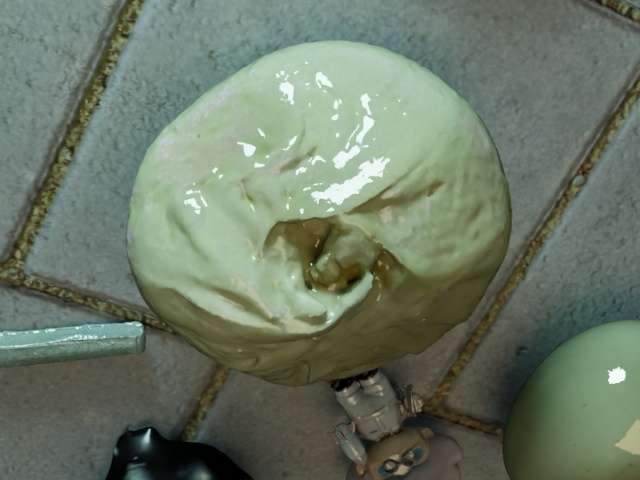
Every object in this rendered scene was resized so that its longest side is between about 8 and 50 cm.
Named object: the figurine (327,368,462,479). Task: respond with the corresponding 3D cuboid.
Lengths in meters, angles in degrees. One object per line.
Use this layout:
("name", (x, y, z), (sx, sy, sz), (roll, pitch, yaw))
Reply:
("figurine", (0.082, 0.239, 1.403), (0.137, 0.112, 0.229), (-29, 108, -4))

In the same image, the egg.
("egg", (0.310, 0.194, 1.374), (0.254, 0.188, 0.188), (-35, 121, 19))

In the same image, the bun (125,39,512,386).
("bun", (0.000, 0.000, 1.176), (0.361, 0.213, 0.361), (-3, 123, -4))

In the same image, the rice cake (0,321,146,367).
("rice cake", (-0.265, 0.106, 1.296), (0.171, 0.029, 0.033), (-4, 127, -8))

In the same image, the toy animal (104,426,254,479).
("toy animal", (-0.137, 0.349, 1.330), (0.213, 0.266, 0.212), (-8, 124, -12))
